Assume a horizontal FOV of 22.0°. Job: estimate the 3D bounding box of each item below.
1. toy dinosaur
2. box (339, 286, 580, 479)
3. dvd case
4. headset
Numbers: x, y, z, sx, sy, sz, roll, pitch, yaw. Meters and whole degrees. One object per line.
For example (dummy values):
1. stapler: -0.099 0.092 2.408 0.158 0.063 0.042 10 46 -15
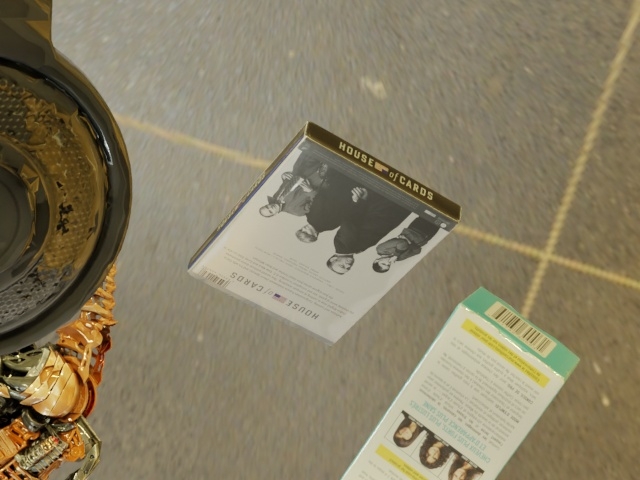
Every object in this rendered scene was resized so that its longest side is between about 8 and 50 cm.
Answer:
1. toy dinosaur: -0.293 0.142 1.626 0.218 0.164 0.322 28 65 13
2. box: 0.095 0.164 1.299 0.100 0.060 0.244 37 113 11
3. dvd case: 0.000 0.000 1.639 0.179 0.029 0.238 28 134 -17
4. headset: -0.189 -0.011 0.657 0.185 0.243 0.394 3 81 -23
